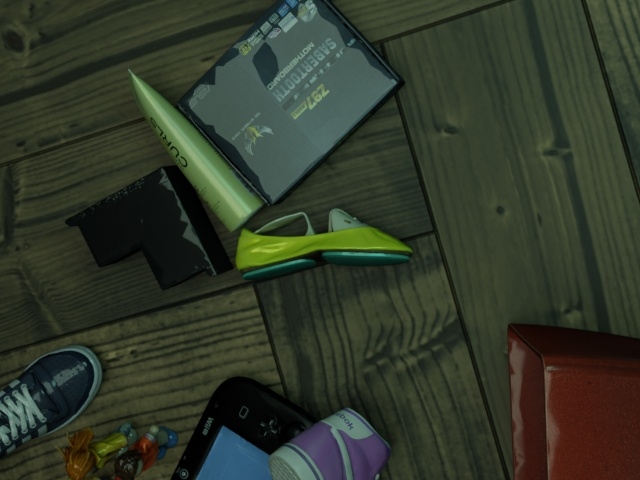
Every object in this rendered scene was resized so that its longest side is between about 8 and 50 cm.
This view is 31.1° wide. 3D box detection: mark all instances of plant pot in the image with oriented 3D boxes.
[{"bbox_3d":[0.352,0.236,1.305,0.236,0.267,0.267,-3,94,2],"label":"plant pot"}]

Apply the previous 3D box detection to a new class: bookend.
[{"bbox_3d":[-0.222,0.005,1.504,0.156,0.072,0.157,-28,89,15],"label":"bookend"}]

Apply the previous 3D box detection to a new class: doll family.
[{"bbox_3d":[-0.308,0.331,1.503,0.118,0.163,0.262,31,101,9],"label":"doll family"}]

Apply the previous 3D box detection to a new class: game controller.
[{"bbox_3d":[-0.120,0.340,1.511,0.167,0.067,0.319,28,100,10],"label":"game controller"}]

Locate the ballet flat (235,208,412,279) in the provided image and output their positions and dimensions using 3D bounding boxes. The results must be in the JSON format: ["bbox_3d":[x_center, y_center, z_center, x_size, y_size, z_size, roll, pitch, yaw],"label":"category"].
[{"bbox_3d":[0.000,0.000,1.455,0.231,0.077,0.077,-7,76,16],"label":"ballet flat"}]

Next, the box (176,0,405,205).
[{"bbox_3d":[-0.038,-0.186,1.452,0.233,0.059,0.183,-43,86,13],"label":"box"}]

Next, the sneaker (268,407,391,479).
[{"bbox_3d":[0.038,0.339,1.456,0.102,0.161,0.282,23,134,40],"label":"sneaker"}]

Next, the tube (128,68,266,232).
[{"bbox_3d":[-0.170,-0.117,1.482,0.240,0.062,0.070,50,127,2],"label":"tube"}]

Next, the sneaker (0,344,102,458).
[{"bbox_3d":[-0.427,0.241,1.529,0.282,0.153,0.099,-32,87,14],"label":"sneaker"}]
